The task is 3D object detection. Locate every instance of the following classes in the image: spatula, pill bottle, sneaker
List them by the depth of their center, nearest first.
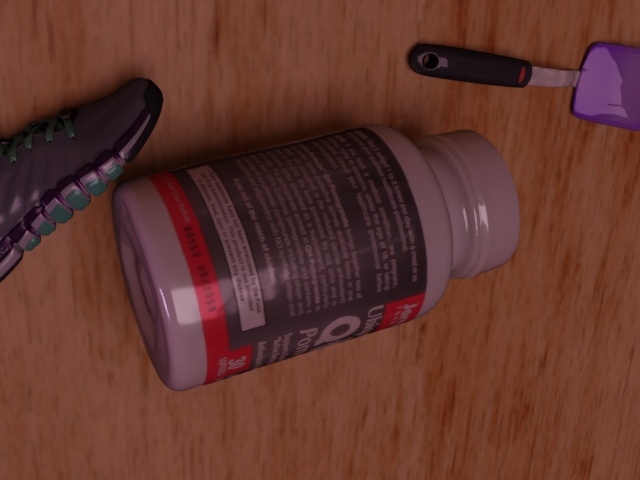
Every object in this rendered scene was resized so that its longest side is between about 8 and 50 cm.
[{"bbox_3d":[-0.224,-0.060,0.698,0.223,0.083,0.098,-44,119,-1],"label":"sneaker"},{"bbox_3d":[0.000,0.000,0.776,0.318,0.176,0.176,-15,119,-19],"label":"pill bottle"},{"bbox_3d":[0.217,-0.162,0.896,0.296,0.030,0.084,2,111,-27],"label":"spatula"}]
